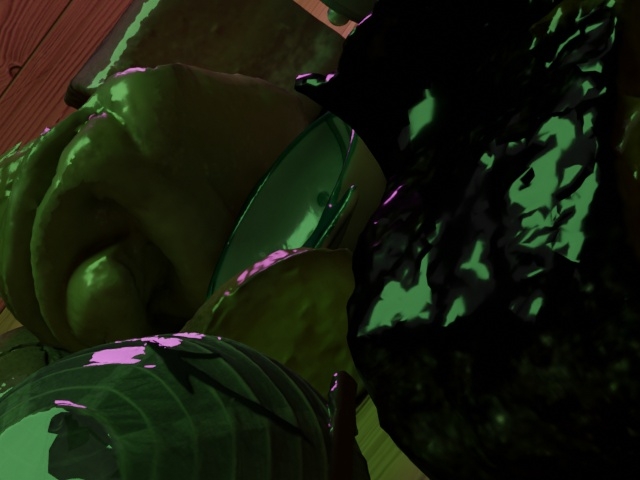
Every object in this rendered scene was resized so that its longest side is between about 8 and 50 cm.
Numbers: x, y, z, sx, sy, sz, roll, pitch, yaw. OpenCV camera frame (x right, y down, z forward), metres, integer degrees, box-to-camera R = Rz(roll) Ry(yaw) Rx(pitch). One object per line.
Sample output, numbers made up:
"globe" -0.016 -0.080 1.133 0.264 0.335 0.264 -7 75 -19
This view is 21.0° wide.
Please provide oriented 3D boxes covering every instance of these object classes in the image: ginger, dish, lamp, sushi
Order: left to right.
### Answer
"lamp" -0.088 0.169 0.895 0.265 0.233 0.233 -65 15 -13
"ginger" -0.080 0.126 1.206 0.354 0.126 0.190 -43 13 30
"dish" 0.000 0.000 1.324 0.224 0.078 0.246 -56 17 -1
"sushi" 0.130 -0.053 0.686 0.207 0.234 0.348 -39 24 49

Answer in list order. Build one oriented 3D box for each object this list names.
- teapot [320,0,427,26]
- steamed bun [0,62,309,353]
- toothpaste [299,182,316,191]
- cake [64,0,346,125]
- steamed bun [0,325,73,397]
"teapot" 0.050 -0.277 1.762 0.149 0.162 0.239 -57 40 26
"steamed bun" -0.148 -0.007 1.555 0.325 0.230 0.372 -18 -10 -27
"toothpaste" 0.061 -0.115 1.504 0.266 0.061 0.096 -53 9 -31
"cake" -0.132 -0.183 1.953 0.230 0.237 0.309 -53 10 -9
"steamed bun" -0.297 0.193 1.625 0.251 0.199 0.301 -54 12 0
